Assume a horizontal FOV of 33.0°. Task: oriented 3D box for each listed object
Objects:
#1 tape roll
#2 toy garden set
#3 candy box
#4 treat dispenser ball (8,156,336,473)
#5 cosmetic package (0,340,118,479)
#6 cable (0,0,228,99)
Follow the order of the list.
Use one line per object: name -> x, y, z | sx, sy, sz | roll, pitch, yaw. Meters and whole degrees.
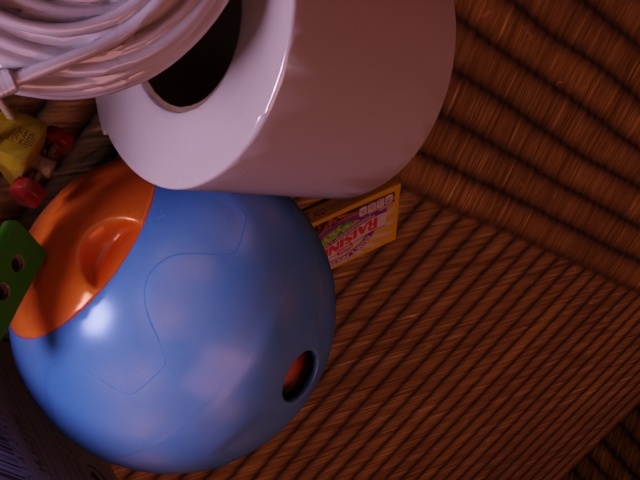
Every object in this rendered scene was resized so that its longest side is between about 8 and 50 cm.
tape roll -> -0.041, -0.156, 0.831 | 0.169, 0.246, 0.246 | 1, 130, -43
toy garden set -> -0.287, -0.059, 0.782 | 0.244, 0.049, 0.203 | 58, 41, -43
candy box -> 0.000, 0.000, 1.249 | 0.206, 0.027, 0.105 | -25, 147, -19
treat dispenser ball -> -0.130, 0.062, 0.963 | 0.288, 0.288, 0.288 | -25, 144, -20
cosmetic package -> -0.405, 0.298, 0.946 | 0.394, 0.329, 0.327 | -39, 147, 2
cable -> -0.167, -0.215, 0.668 | 0.257, 0.089, 0.257 | -12, 98, -22
